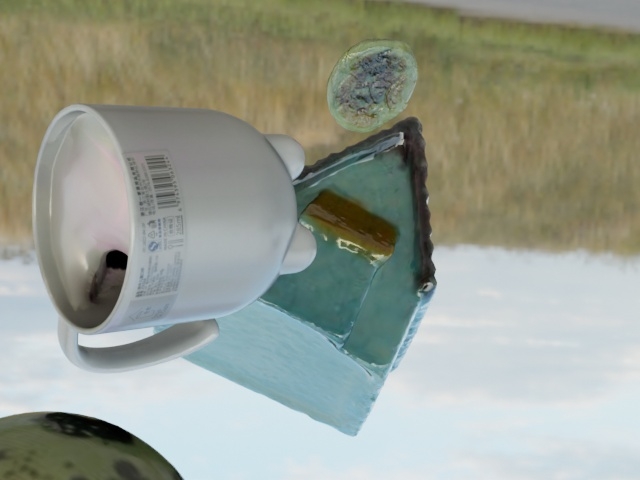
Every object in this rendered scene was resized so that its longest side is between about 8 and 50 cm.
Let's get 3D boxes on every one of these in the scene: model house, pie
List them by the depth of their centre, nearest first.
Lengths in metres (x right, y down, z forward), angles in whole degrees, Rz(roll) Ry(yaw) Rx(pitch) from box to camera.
[{"bbox_3d":[0.041,-0.124,0.965,0.085,0.085,0.017,2,-148,-27],"label":"pie"},{"bbox_3d":[0.000,0.000,1.085,0.230,0.249,0.280,24,158,3],"label":"model house"}]

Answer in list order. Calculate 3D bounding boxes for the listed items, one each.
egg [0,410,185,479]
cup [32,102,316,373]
[{"bbox_3d":[-0.136,0.194,0.569,0.177,0.228,0.177,10,-176,-1],"label":"egg"},{"bbox_3d":[-0.085,0.004,0.736,0.142,0.173,0.134,-3,-171,-37],"label":"cup"}]
